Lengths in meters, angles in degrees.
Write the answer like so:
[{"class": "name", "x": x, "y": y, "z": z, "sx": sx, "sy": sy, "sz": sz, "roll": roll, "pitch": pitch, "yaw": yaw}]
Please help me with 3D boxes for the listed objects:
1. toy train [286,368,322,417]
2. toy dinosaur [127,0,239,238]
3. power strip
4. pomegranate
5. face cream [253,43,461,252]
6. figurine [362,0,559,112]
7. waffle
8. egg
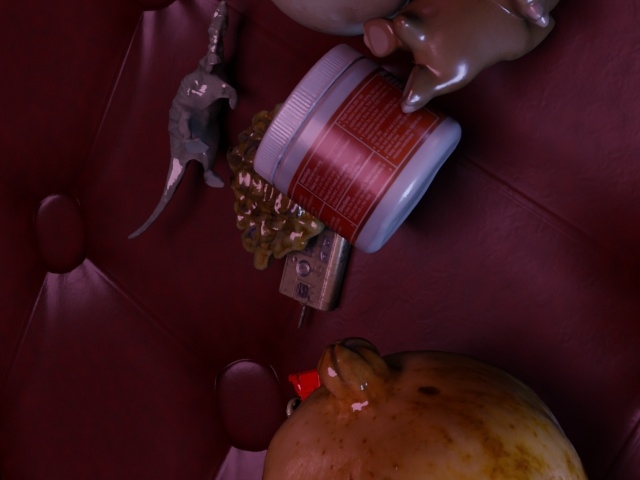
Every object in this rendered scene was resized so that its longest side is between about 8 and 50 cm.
[{"class": "toy train", "x": 0.022, "y": 0.280, "z": 1.461, "sx": 0.083, "sy": 0.131, "sz": 0.204, "roll": -19, "pitch": 71, "yaw": 42}, {"class": "toy dinosaur", "x": -0.191, "y": -0.148, "z": 1.586, "sx": 0.205, "sy": 0.092, "sz": 0.393, "roll": -110, "pitch": 36, "yaw": -46}, {"class": "power strip", "x": 0.000, "y": 0.000, "z": 1.507, "sx": 0.092, "sy": 0.034, "sz": 0.268, "roll": 22, "pitch": 106, "yaw": 34}, {"class": "pomegranate", "x": 0.107, "y": 0.280, "z": 1.220, "sx": 0.410, "sy": 0.410, "sz": 0.410, "roll": 3, "pitch": 95, "yaw": 37}, {"class": "face cream", "x": 0.048, "y": -0.112, "z": 1.335, "sx": 0.187, "sy": 0.201, "sz": 0.201, "roll": 36, "pitch": 115, "yaw": 6}, {"class": "figurine", "x": 0.174, "y": -0.291, "z": 1.228, "sx": 0.247, "sy": 0.173, "sz": 0.177, "roll": -20, "pitch": 55, "yaw": -7}, {"class": "waffle", "x": -0.066, "y": -0.083, "z": 1.510, "sx": 0.204, "sy": 0.054, "sz": 0.223, "roll": -35, "pitch": 62, "yaw": 46}, {"class": "egg", "x": 0.015, "y": -0.364, "z": 1.377, "sx": 0.253, "sy": 0.186, "sz": 0.186, "roll": 38, "pitch": 115, "yaw": 31}]
